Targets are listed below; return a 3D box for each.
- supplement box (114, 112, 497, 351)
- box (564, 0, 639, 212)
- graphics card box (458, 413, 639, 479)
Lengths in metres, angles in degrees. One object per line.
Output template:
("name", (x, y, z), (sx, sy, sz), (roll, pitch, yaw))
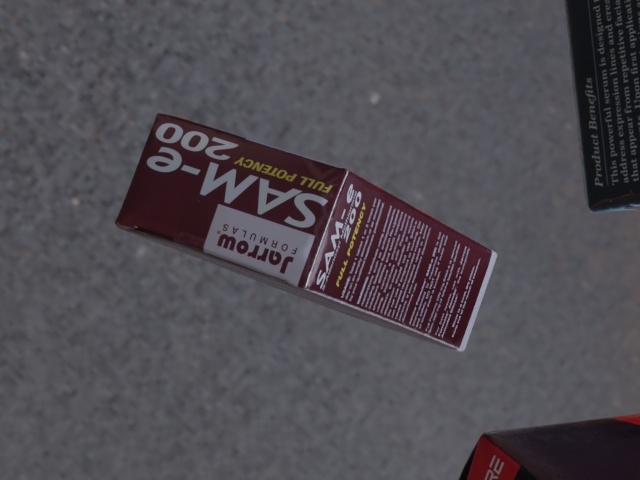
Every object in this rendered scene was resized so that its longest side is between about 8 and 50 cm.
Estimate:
("supplement box", (0.000, 0.000, 1.053), (0.239, 0.130, 0.073), (23, 85, -63))
("box", (0.418, -0.146, 1.294), (0.293, 0.395, 0.212), (-4, 88, -33))
("graphics card box", (0.267, 0.219, 0.953), (0.233, 0.371, 0.094), (-1, 117, -37))
